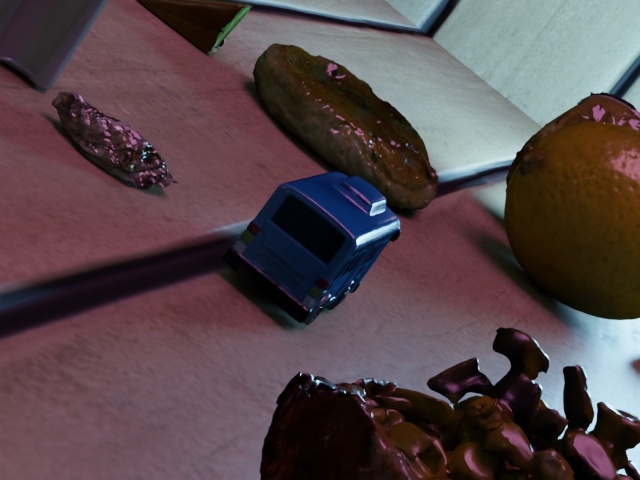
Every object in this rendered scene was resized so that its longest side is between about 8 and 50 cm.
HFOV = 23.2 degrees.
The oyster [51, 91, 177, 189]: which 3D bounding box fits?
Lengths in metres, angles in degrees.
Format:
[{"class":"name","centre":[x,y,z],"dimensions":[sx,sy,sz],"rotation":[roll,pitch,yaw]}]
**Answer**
[{"class":"oyster","centre":[-0.167,-0.085,1.317],"dimensions":[0.098,0.037,0.100],"rotation":[46,17,28]}]

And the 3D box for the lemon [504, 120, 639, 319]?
[{"class":"lemon","centre":[0.368,-0.026,2.009],"dimensions":[0.267,0.267,0.267],"rotation":[35,15,-11]}]

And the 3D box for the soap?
[{"class":"soap","centre":[-0.211,-0.295,1.360],"dimensions":[0.095,0.289,0.173],"rotation":[26,17,-31]}]

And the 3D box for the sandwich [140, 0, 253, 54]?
[{"class":"sandwich","centre":[-0.155,-0.295,1.920],"dimensions":[0.116,0.074,0.074],"rotation":[38,14,-2]}]

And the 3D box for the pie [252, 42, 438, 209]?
[{"class":"pie","centre":[0.038,-0.143,1.911],"dimensions":[0.277,0.078,0.277],"rotation":[33,16,-11]}]

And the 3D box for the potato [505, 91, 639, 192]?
[{"class":"potato","centre":[0.393,-0.037,2.239],"dimensions":[0.299,0.196,0.246],"rotation":[56,-26,-2]}]

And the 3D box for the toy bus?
[{"class":"toy bus","centre":[0.000,0.000,1.322],"dimensions":[0.090,0.106,0.185],"rotation":[37,14,8]}]

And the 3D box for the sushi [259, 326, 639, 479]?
[{"class":"sushi","centre":[0.089,0.160,0.902],"dimensions":[0.296,0.179,0.167],"rotation":[35,20,-7]}]
